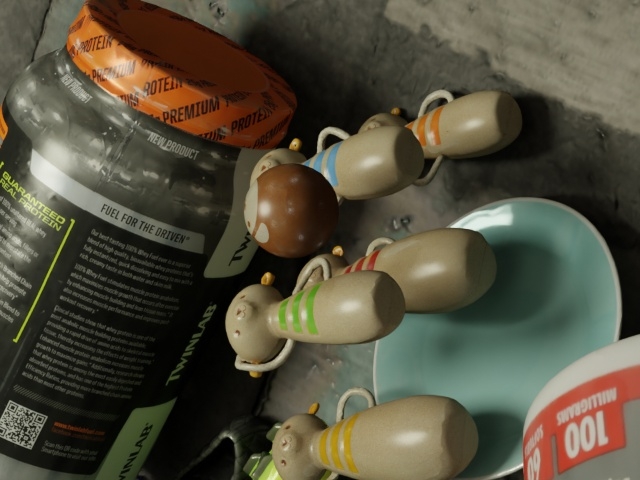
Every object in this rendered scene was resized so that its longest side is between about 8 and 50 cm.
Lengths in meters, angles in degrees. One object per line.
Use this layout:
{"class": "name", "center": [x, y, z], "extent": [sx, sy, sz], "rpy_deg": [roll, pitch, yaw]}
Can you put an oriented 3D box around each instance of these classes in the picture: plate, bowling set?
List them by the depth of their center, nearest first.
{"class": "bowling set", "center": [0.000, 0.000, 0.997], "extent": [0.154, 0.200, 0.287], "rpy_deg": [-11, 57, 42]}
{"class": "plate", "center": [0.112, 0.063, 1.010], "extent": [0.188, 0.024, 0.188], "rpy_deg": [-22, 55, 34]}

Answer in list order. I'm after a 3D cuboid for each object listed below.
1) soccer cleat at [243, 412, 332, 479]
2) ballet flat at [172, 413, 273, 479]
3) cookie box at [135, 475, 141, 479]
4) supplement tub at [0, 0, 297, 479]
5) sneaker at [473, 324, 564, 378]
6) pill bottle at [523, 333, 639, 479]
{"class": "soccer cleat", "center": [-0.029, 0.257, 1.126], "extent": [0.121, 0.093, 0.289], "rpy_deg": [20, 103, 3]}
{"class": "ballet flat", "center": [-0.096, 0.190, 1.194], "extent": [0.057, 0.049, 0.173], "rpy_deg": [49, 117, 27]}
{"class": "cookie box", "center": [-0.182, 0.236, 1.234], "extent": [0.040, 0.092, 0.107], "rpy_deg": [-2, 88, 41]}
{"class": "supplement tub", "center": [-0.162, 0.010, 1.154], "extent": [0.207, 0.207, 0.338], "rpy_deg": [41, 113, 32]}
{"class": "sneaker", "center": [0.143, 0.067, 1.024], "extent": [0.098, 0.038, 0.069], "rpy_deg": [18, 94, 33]}
{"class": "pill bottle", "center": [0.210, 0.240, 0.779], "extent": [0.210, 0.210, 0.362], "rpy_deg": [-25, 50, 35]}
